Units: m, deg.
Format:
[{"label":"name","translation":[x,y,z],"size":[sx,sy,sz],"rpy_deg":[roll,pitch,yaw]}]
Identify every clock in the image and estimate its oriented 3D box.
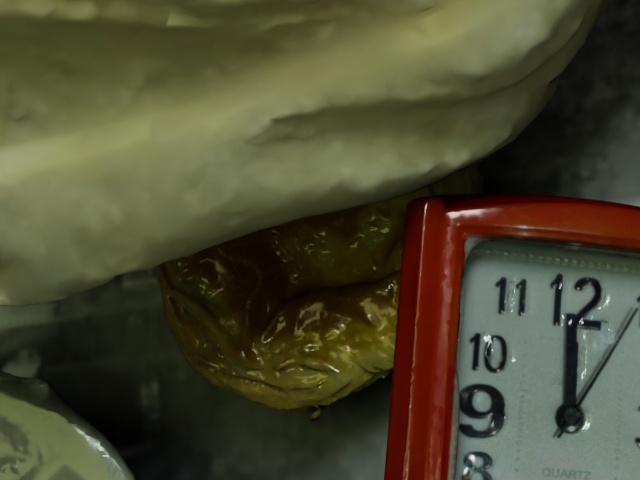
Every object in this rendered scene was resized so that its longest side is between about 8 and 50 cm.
[{"label":"clock","translation":[0.074,0.064,0.487],"size":[0.113,0.061,0.155],"rpy_deg":[7,84,-9]}]

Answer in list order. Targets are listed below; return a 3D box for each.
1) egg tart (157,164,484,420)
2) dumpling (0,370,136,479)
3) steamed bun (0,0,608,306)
[{"label":"egg tart","translation":[0.000,0.000,0.554],"size":[0.130,0.052,0.130],"rpy_deg":[-4,81,27]},{"label":"dumpling","translation":[-0.128,0.106,0.588],"size":[0.150,0.092,0.176],"rpy_deg":[-44,67,20]},{"label":"steamed bun","translation":[-0.034,-0.171,0.426],"size":[0.230,0.325,0.372],"rpy_deg":[-97,23,-49]}]
